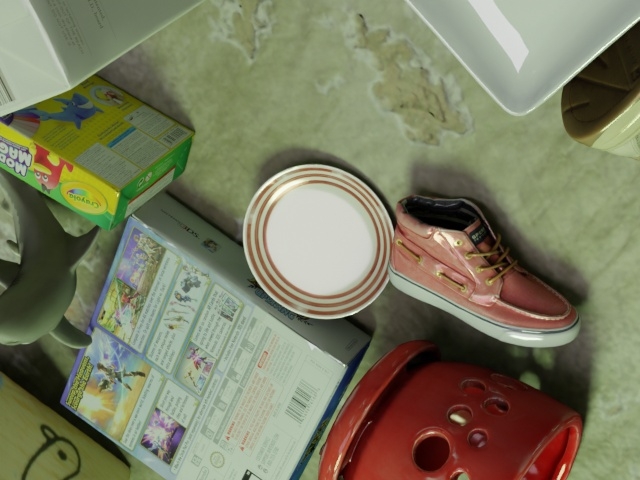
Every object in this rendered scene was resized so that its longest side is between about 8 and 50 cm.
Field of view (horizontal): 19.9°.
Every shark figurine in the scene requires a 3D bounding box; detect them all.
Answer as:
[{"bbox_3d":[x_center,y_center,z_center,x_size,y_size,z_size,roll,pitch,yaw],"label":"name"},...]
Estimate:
[{"bbox_3d":[-0.257,-0.013,1.704,0.116,0.166,0.278,-38,50,23],"label":"shark figurine"}]

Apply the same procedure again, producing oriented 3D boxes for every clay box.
[{"bbox_3d":[-0.240,-0.106,1.634,0.222,0.127,0.053,30,128,14],"label":"clay box"}]

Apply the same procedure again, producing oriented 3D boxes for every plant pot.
[{"bbox_3d":[0.105,0.188,1.558,0.174,0.191,0.191,31,130,19],"label":"plant pot"}]

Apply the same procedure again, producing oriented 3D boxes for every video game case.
[{"bbox_3d":[-0.105,0.124,1.732,0.244,0.061,0.269,34,130,10],"label":"video game case"}]

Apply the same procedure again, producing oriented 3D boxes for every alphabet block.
[{"bbox_3d":[-0.332,0.283,1.829,0.193,0.192,0.197,-29,126,29],"label":"alphabet block"}]

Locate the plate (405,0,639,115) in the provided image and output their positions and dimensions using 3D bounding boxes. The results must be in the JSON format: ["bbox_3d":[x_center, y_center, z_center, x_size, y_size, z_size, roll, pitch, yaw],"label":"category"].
[{"bbox_3d":[0.144,-0.265,1.313,0.278,0.045,0.277,47,131,-2],"label":"plate"}]

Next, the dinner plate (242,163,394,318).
[{"bbox_3d":[0.000,0.000,1.604,0.141,0.017,0.141,6,108,17],"label":"dinner plate"}]

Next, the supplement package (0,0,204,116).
[{"bbox_3d":[-0.207,-0.227,1.430,0.177,0.293,0.175,-15,108,38],"label":"supplement package"}]

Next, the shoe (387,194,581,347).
[{"bbox_3d":[0.136,0.023,1.518,0.178,0.063,0.081,22,132,25],"label":"shoe"}]

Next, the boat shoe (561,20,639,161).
[{"bbox_3d":[0.302,-0.157,1.294,0.098,0.109,0.302,21,134,-28],"label":"boat shoe"}]
